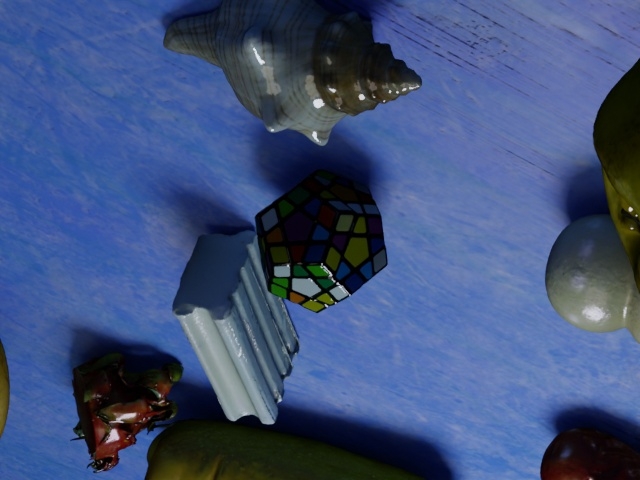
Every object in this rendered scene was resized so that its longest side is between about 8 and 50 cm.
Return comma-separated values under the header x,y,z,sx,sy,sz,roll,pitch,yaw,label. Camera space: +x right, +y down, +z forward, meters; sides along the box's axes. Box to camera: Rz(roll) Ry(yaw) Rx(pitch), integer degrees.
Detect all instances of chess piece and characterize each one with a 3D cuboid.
x,y,z,sx,sy,sz,roll,pitch,yaw,label
0.321,0.043,1.276,0.251,0.144,0.144,14,144,17,chess piece

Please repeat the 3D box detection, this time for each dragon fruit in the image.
x,y,z,sx,sy,sz,roll,pitch,yaw,label
-0.236,0.200,1.725,0.175,0.142,0.138,-15,100,10,dragon fruit

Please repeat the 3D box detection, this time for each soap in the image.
x,y,z,sx,sy,sz,roll,pitch,yaw,label
-0.084,0.090,1.516,0.063,0.114,0.198,3,141,19,soap

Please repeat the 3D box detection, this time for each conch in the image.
x,y,z,sx,sy,sz,roll,pitch,yaw,label
-0.030,-0.150,1.185,0.234,0.114,0.137,20,131,8,conch

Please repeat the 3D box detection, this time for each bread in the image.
x,y,z,sx,sy,sz,roll,pitch,yaw,label
-0.023,0.290,1.744,0.384,0.112,0.166,12,171,8,bread

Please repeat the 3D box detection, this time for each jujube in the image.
x,y,z,sx,sy,sz,roll,pitch,yaw,label
0.315,0.274,1.591,0.176,0.109,0.112,37,106,-20,jujube

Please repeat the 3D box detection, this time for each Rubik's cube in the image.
x,y,z,sx,sy,sz,roll,pitch,yaw,label
0.000,0.000,1.364,0.112,0.133,0.133,53,138,-1,Rubik's cube

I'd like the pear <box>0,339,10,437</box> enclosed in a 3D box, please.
x,y,z,sx,sy,sz,roll,pitch,yaw,label
-0.491,0.176,1.684,0.281,0.280,0.280,12,144,9,pear

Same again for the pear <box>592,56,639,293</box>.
x,y,z,sx,sy,sz,roll,pitch,yaw,label
0.377,-0.038,1.024,0.375,0.287,0.287,-4,144,-6,pear
